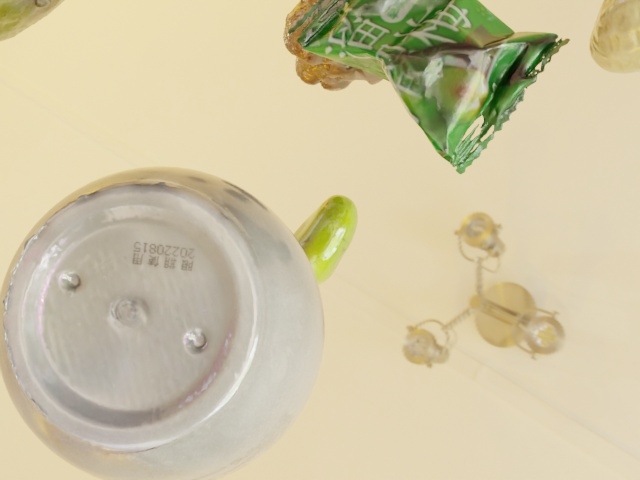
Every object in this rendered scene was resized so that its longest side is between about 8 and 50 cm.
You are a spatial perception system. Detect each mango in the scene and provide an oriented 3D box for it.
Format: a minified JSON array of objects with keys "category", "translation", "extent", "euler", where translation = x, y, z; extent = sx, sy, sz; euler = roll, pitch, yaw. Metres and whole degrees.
[{"category":"mango","translation":[-0.002,0.003,1.437],"extent":[0.089,0.117,0.163],"euler":[29,-62,-3]}]

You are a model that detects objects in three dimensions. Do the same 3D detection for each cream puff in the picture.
[{"category":"cream puff","translation":[0.065,-0.355,1.485],"extent":[0.269,0.241,0.155],"euler":[-26,-111,14]}]

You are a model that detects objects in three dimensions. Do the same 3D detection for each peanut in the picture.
[{"category":"peanut","translation":[0.428,-0.286,1.060],"extent":[0.111,0.125,0.274],"euler":[-49,-164,-31]}]

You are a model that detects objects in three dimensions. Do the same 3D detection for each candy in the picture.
[{"category":"candy","translation":[0.088,-0.167,0.760],"extent":[0.141,0.078,0.203],"euler":[-44,-106,-6]}]

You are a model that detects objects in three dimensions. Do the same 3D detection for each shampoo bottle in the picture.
[{"category":"shampoo bottle","translation":[-0.132,0.080,0.797],"extent":[0.273,0.266,0.273],"euler":[-1,-102,4]}]

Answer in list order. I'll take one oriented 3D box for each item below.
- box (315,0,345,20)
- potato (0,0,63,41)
[{"category":"box","translation":[0.033,-0.287,1.010],"extent":[0.074,0.054,0.099],"euler":[-10,-106,55]},{"category":"potato","translation":[-0.248,-0.272,0.637],"extent":[0.218,0.202,0.351],"euler":[-36,-148,20]}]
